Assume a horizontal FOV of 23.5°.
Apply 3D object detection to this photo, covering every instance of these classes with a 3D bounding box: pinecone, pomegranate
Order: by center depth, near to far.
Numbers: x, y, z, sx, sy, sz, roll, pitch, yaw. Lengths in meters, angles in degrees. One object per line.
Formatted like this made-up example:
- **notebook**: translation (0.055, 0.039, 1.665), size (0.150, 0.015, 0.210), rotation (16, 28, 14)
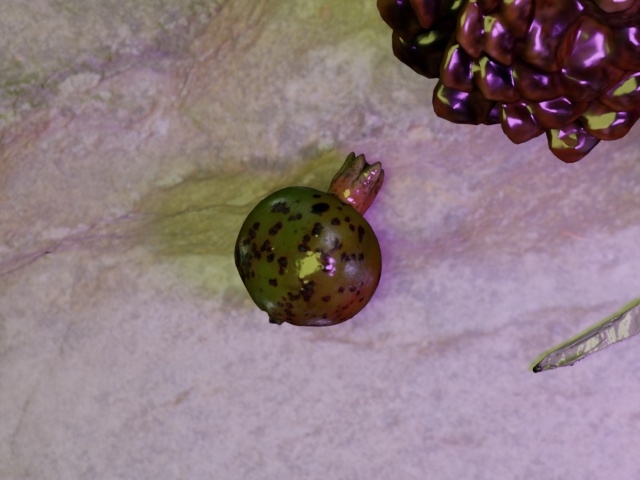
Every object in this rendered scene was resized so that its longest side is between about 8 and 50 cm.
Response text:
- **pinecone**: translation (0.223, -0.283, 1.418), size (0.397, 0.398, 0.398), rotation (1, 94, 19)
- **pomegranate**: translation (0.000, 0.000, 1.628), size (0.159, 0.159, 0.205), rotation (30, 77, 15)

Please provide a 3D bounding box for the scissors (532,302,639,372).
- **scissors**: translation (0.347, 0.069, 1.575), size (0.300, 0.022, 0.109), rotation (-28, 81, 19)
